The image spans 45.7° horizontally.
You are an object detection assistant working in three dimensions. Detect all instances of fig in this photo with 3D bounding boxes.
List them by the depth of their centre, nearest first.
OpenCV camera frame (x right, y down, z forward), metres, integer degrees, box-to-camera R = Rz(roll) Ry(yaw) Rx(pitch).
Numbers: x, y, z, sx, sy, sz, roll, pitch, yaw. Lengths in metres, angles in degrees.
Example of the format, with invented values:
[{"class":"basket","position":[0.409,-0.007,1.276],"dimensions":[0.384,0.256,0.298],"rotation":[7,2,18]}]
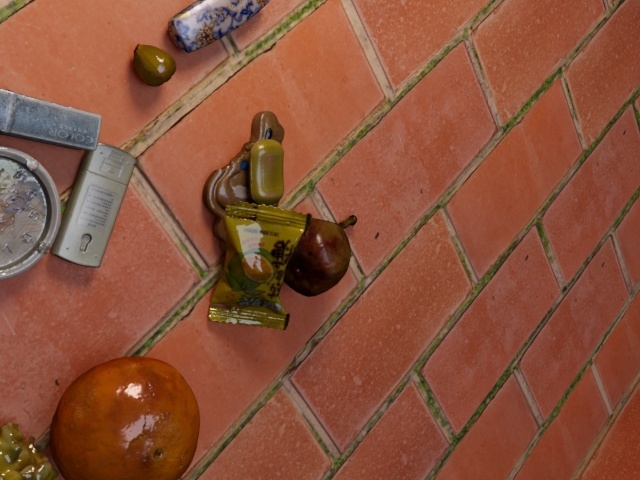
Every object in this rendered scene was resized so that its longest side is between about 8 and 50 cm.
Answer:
[{"class":"fig","position":[-0.322,-0.338,1.454],"dimensions":[0.088,0.074,0.074],"rotation":[43,70,-20]},{"class":"fig","position":[0.016,0.028,1.748],"dimensions":[0.290,0.190,0.191],"rotation":[-2,99,-54]}]

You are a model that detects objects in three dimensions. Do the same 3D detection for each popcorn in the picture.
[{"class":"popcorn","position":[-0.560,0.430,1.322],"dimensions":[0.189,0.169,0.218],"rotation":[-46,130,-23]}]

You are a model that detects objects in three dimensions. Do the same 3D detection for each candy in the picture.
[{"class":"candy","position":[-0.132,0.058,1.616],"dimensions":[0.187,0.081,0.297],"rotation":[10,115,-11]}]

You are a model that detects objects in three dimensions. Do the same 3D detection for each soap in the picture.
[{"class":"soap","position":[-0.115,-0.146,1.623],"dimensions":[0.088,0.045,0.140],"rotation":[-7,102,-38]}]

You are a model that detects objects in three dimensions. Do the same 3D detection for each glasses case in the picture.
[{"class":"glasses case","position":[-0.199,-0.464,1.537],"dimensions":[0.248,0.065,0.087],"rotation":[-44,125,-28]}]

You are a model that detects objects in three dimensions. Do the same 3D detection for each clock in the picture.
[{"class":"clock","position":[-0.568,-0.047,1.307],"dimensions":[0.236,0.053,0.237],"rotation":[-10,106,-37]}]

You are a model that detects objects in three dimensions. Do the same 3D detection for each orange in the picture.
[{"class":"orange","position":[-0.364,0.362,1.444],"dimensions":[0.283,0.226,0.284],"rotation":[-10,108,-35]}]

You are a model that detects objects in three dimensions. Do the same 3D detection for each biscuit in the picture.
[{"class":"biscuit","position":[-0.156,-0.127,1.652],"dimensions":[0.183,0.047,0.320],"rotation":[33,75,-42]}]

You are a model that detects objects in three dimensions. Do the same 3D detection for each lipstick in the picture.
[{"class":"lipstick","position":[-0.520,-0.214,1.302],"dimensions":[0.289,0.076,0.078],"rotation":[10,90,-41]}]

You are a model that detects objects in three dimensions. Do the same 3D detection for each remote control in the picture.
[{"class":"remote control","position":[-0.426,-0.067,1.434],"dimensions":[0.098,0.038,0.234],"rotation":[21,85,-40]}]
